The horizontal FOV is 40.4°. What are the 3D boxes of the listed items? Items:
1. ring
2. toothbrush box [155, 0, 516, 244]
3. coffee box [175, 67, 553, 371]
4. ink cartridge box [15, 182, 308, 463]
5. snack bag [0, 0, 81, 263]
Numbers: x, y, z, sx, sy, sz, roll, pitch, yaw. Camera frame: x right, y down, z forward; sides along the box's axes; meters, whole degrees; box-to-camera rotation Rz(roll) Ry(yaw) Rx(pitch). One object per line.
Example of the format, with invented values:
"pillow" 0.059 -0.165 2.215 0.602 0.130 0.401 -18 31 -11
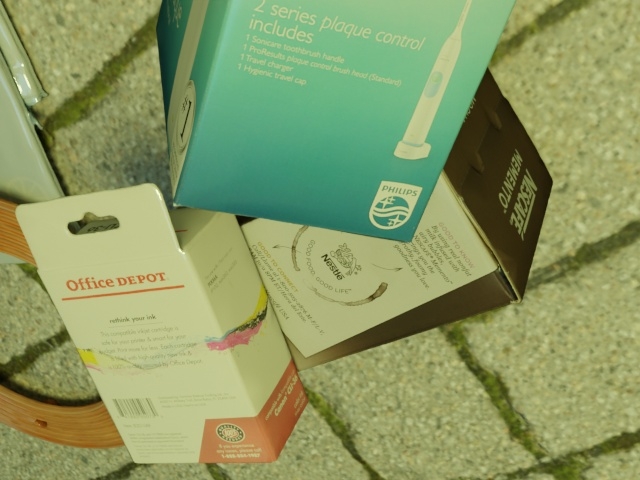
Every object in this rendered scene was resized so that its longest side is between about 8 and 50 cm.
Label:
"ring" -0.295 0.085 0.868 0.337 0.032 0.336 12 131 14
"toothbrush box" 0.013 -0.183 0.420 0.126 0.216 0.295 10 123 -20
"coffee box" 0.000 0.000 0.632 0.297 0.168 0.118 -23 108 32
"ink cartridge box" -0.097 0.046 0.555 0.115 0.067 0.198 -7 116 26
"snack bag" -0.383 -0.113 0.806 0.323 0.037 0.342 -4 120 25
